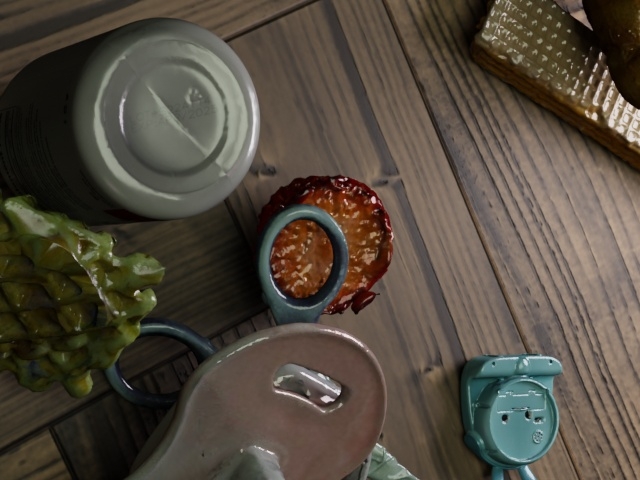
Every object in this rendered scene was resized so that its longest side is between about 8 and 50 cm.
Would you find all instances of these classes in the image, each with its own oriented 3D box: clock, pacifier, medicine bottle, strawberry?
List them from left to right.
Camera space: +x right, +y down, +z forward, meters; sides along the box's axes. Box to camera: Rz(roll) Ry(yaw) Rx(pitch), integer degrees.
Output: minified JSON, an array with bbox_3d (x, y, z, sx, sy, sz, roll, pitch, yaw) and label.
[{"bbox_3d":[-0.177,-0.091,1.374,0.157,0.289,0.157,1,88,-28],"label":"medicine bottle"},{"bbox_3d":[-0.062,0.223,1.449,0.220,0.273,0.332,35,99,-7],"label":"pacifier"},{"bbox_3d":[0.000,0.000,1.572,0.145,0.086,0.145,-4,110,-10],"label":"strawberry"},{"bbox_3d":[0.199,0.191,1.706,0.108,0.045,0.147,0,88,-27],"label":"clock"}]

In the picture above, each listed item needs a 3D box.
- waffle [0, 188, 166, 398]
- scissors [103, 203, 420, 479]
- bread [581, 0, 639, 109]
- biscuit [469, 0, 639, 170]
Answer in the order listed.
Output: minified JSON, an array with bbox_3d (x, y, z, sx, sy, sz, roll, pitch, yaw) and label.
[{"bbox_3d":[-0.260,0.047,1.384,0.223,0.204,0.054,27,43,-16],"label":"waffle"},{"bbox_3d":[-0.011,0.170,1.569,0.256,0.029,0.383,-35,113,0],"label":"scissors"},{"bbox_3d":[0.301,-0.284,1.724,0.124,0.084,0.344,32,36,-65],"label":"bread"},{"bbox_3d":[0.312,-0.151,1.773,0.379,0.054,0.094,30,74,-24],"label":"biscuit"}]
